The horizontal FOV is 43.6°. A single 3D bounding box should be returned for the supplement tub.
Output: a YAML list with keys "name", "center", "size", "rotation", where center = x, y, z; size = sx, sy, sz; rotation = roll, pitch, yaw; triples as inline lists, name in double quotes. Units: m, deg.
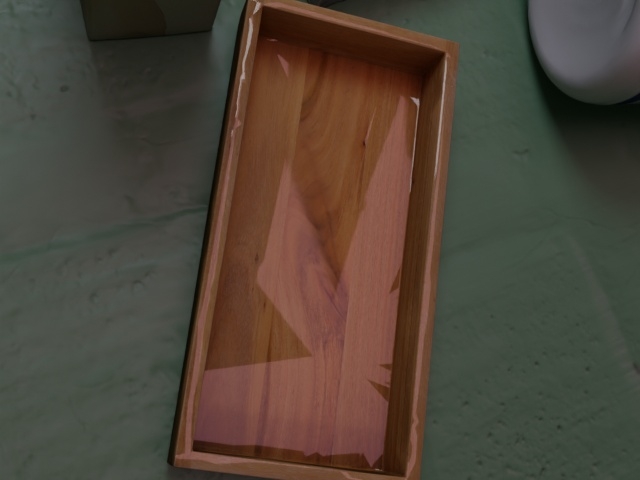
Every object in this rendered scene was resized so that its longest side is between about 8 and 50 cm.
- name: "supplement tub"
  center: [0.399, -0.253, 0.791]
  size: [0.325, 0.235, 0.235]
  rotation: [-3, 79, -16]

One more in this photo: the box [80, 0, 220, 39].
- name: "box"
  center: [-0.130, -0.285, 0.611]
  size: [0.121, 0.311, 0.148]
  rotation: [-10, 81, -17]

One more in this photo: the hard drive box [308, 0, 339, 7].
- name: "hard drive box"
  center: [0.024, -0.374, 0.790]
  size: [0.181, 0.089, 0.232]
  rotation: [-27, 87, -19]

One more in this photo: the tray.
- name: "tray"
  center: [0.000, 0.000, 0.713]
  size: [0.203, 0.076, 0.411]
  rotation: [11, 76, -13]
